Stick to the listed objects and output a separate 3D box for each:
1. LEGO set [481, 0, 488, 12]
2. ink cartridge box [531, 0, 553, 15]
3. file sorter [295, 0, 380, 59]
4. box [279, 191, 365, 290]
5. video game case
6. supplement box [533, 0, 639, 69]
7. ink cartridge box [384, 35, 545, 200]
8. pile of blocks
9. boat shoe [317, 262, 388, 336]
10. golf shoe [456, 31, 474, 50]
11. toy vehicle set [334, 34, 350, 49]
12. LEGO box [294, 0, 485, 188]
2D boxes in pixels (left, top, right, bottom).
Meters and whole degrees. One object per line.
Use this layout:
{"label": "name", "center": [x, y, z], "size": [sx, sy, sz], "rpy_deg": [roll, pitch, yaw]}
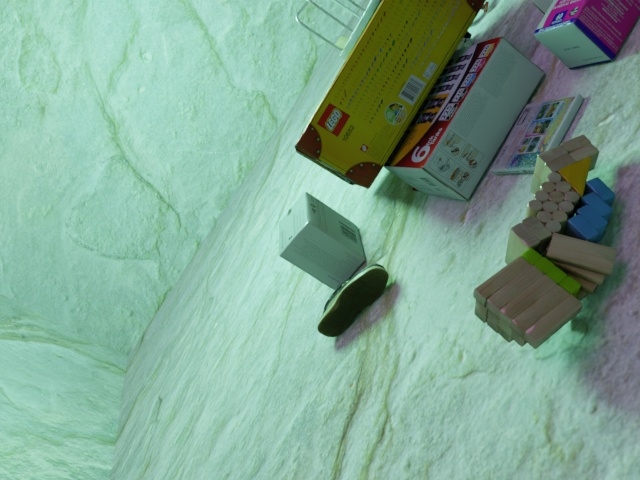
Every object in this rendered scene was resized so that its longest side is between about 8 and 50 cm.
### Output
{"label": "LEGO set", "center": [0.408, -0.697, 1.663], "size": [0.244, 0.182, 0.060], "rpy_deg": [-26, 5, 43]}
{"label": "ink cartridge box", "center": [0.526, -0.577, 1.309], "size": [0.160, 0.093, 0.219], "rpy_deg": [-42, 25, 39]}
{"label": "file sorter", "center": [0.081, -0.631, 1.511], "size": [0.277, 0.173, 0.192], "rpy_deg": [-53, 7, 50]}
{"label": "box", "center": [0.000, 0.000, 1.562], "size": [0.119, 0.182, 0.181], "rpy_deg": [-50, 21, 20]}
{"label": "video game case", "center": [0.397, -0.193, 1.150], "size": [0.157, 0.019, 0.143], "rpy_deg": [-59, 20, -7]}
{"label": "supplement box", "center": [0.507, -0.437, 1.119], "size": [0.220, 0.114, 0.111], "rpy_deg": [-58, 19, -5]}
{"label": "ink cartridge box", "center": [0.285, -0.256, 1.347], "size": [0.309, 0.130, 0.272], "rpy_deg": [-59, 18, -2]}
{"label": "pile of blocks", "center": [0.339, 0.013, 0.890], "size": [0.362, 0.149, 0.112], "rpy_deg": [-58, -26, -27]}
{"label": "boat shoe", "center": [0.065, 0.121, 1.378], "size": [0.223, 0.080, 0.073], "rpy_deg": [-52, 25, 29]}
{"label": "golf shoe", "center": [0.361, -0.496, 1.626], "size": [0.086, 0.069, 0.176], "rpy_deg": [-36, 30, 34]}
{"label": "toy vehicle set", "center": [0.168, -0.487, 1.769], "size": [0.035, 0.267, 0.166], "rpy_deg": [-54, 20, 12]}
{"label": "LEGO box", "center": [0.146, -0.383, 1.488], "size": [0.500, 0.193, 0.372], "rpy_deg": [-58, 5, 4]}
